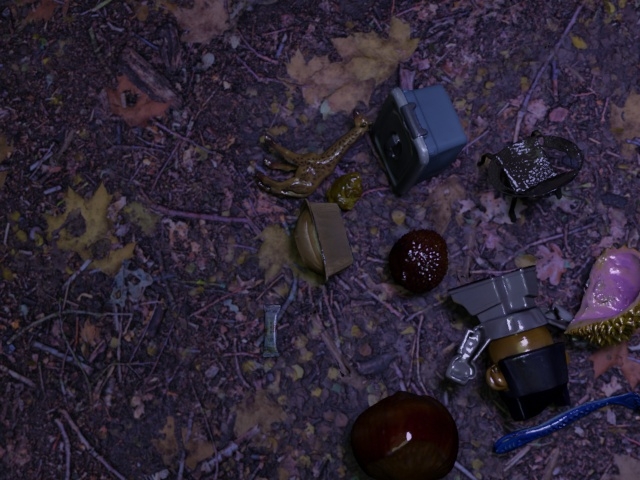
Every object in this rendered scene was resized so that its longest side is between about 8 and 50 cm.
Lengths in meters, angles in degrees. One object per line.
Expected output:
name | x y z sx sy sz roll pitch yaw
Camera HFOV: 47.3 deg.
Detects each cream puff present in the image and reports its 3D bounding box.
cream puff | 0.056 -0.102 1.526 0.058 0.083 0.083 29 69 -29

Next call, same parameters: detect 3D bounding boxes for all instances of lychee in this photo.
lychee | 0.199 0.037 1.452 0.129 0.123 0.123 -43 78 -10

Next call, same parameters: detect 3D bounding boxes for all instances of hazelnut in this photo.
hazelnut | 0.168 0.383 1.392 0.201 0.160 0.170 10 95 -28

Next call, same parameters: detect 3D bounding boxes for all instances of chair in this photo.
chair | 0.404 -0.133 1.408 0.174 0.213 0.149 -26 84 1

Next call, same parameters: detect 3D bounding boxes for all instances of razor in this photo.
razor | 0.487 0.345 1.402 0.324 0.093 0.056 -18 39 8

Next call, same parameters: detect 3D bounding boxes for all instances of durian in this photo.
durian | 0.554 0.111 1.373 0.132 0.182 0.165 32 127 11

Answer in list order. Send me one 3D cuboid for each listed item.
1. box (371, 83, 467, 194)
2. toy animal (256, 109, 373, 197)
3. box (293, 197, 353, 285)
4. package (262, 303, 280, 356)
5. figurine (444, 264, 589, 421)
box | 0.187 -0.200 1.444 0.130 0.227 0.162 -19 78 -13
toy animal | -0.013 -0.173 1.530 0.275 0.054 0.149 -14 83 17
box | 0.000 0.000 1.491 0.111 0.111 0.177 -17 79 4
package | -0.102 0.187 1.516 0.037 0.015 0.110 -2 79 12
figurine | 0.373 0.196 1.391 0.308 0.143 0.308 -2 78 9
